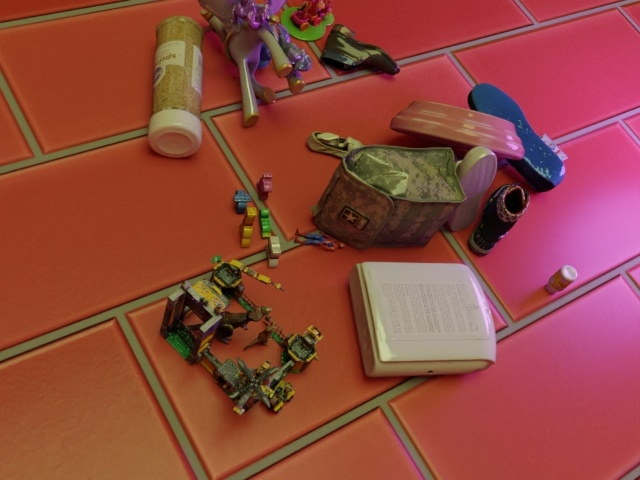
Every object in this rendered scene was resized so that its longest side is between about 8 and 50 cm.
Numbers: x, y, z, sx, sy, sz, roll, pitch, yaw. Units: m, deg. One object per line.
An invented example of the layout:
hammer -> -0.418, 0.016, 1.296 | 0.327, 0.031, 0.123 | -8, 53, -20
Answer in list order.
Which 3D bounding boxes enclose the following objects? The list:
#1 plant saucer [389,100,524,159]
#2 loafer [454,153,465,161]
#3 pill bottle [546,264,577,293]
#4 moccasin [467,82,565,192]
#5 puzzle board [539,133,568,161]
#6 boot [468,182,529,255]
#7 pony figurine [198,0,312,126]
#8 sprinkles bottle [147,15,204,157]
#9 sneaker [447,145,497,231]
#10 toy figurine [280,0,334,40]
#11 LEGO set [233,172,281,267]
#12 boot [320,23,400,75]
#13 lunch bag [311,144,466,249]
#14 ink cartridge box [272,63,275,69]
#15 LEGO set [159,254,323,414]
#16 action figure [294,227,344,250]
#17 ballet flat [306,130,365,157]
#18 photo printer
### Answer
plant saucer -> 0.338, -0.273, 1.832 | 0.332, 0.332, 0.084 | 12, 97, -12
loafer -> 0.349, -0.184, 1.926 | 0.170, 0.062, 0.061 | -8, 67, -22
pill bottle -> 0.579, 0.096, 1.809 | 0.043, 0.083, 0.043 | 9, 57, -13
moccasin -> 0.497, -0.260, 1.995 | 0.138, 0.117, 0.342 | -27, 75, -18
puzzle board -> 0.619, -0.244, 2.085 | 0.128, 0.011, 0.096 | -27, 71, -31
boot -> 0.458, -0.087, 1.825 | 0.085, 0.178, 0.236 | 34, 55, 4
pony figurine -> -0.160, -0.513, 1.799 | 0.303, 0.351, 0.363 | -13, 68, -39
sprinkles bottle -> -0.337, -0.367, 1.769 | 0.121, 0.121, 0.355 | 6, 57, -16
sneaker -> 0.314, -0.162, 1.765 | 0.108, 0.292, 0.169 | -20, 63, -15
toy figurine -> -0.011, -0.651, 2.037 | 0.173, 0.159, 0.130 | -29, 72, -32
LEGO set -> -0.141, -0.060, 1.657 | 0.087, 0.093, 0.227 | 0, 59, -19
boot -> 0.104, -0.486, 2.041 | 0.219, 0.082, 0.106 | 31, 76, -3
lunch bag -> 0.141, -0.093, 1.686 | 0.287, 0.235, 0.169 | 0, 62, -19
ink cartridge box -> -0.091, -0.470, 1.941 | 0.048, 0.083, 0.028 | 39, 55, 7
LEGO set -> -0.149, 0.163, 1.451 | 0.255, 0.192, 0.331 | -30, 72, -32
action figure -> 0.000, 0.000, 1.709 | 0.115, 0.030, 0.038 | 13, 50, -13
ballet flat -> 0.050, -0.236, 1.859 | 0.168, 0.052, 0.057 | 6, 57, -15
photo printer -> 0.229, 0.169, 1.629 | 0.308, 0.107, 0.256 | 1, 59, -19
